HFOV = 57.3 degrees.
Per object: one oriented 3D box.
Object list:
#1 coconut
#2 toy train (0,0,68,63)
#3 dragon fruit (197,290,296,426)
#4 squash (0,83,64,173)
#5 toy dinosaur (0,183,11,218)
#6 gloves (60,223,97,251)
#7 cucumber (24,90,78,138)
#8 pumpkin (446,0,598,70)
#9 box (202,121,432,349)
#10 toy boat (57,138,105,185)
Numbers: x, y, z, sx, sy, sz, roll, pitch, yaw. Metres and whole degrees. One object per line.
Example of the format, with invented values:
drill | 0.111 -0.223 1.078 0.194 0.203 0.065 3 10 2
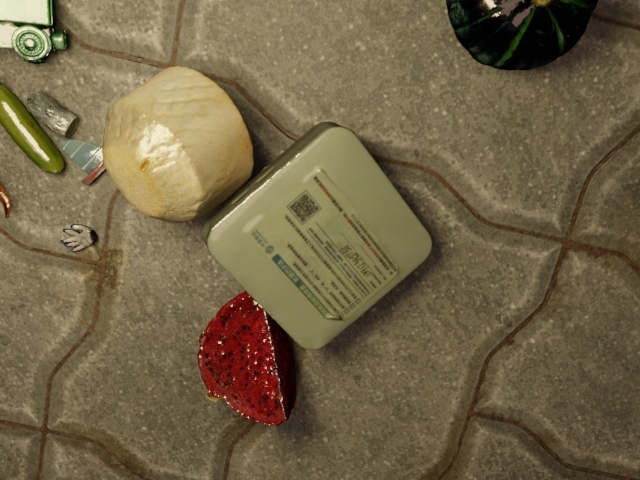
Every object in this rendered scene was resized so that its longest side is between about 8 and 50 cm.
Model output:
coconut | -0.277 -0.199 1.218 0.328 0.329 0.329 0 105 1
toy train | -0.679 -0.470 1.193 0.300 0.120 0.202 -2 108 -20
dragon fruit | -0.175 0.285 1.411 0.205 0.152 0.317 -13 80 13
squash | -0.666 -0.254 1.310 0.066 0.066 0.252 -31 104 9
toy dinosaur | -0.821 -0.260 1.298 0.208 0.097 0.432 -5 104 -5
gloves | -0.578 -0.009 1.396 0.086 0.026 0.064 -17 102 10
cucumber | -0.599 -0.281 1.305 0.112 0.064 0.064 36 102 -7
pumpkin | 0.394 -0.490 1.148 0.315 0.238 0.315 -1 106 -4
box | -0.001 -0.001 1.291 0.396 0.111 0.396 -40 113 -1
toy boat | -0.545 -0.198 1.341 0.096 0.034 0.122 -42 99 5
